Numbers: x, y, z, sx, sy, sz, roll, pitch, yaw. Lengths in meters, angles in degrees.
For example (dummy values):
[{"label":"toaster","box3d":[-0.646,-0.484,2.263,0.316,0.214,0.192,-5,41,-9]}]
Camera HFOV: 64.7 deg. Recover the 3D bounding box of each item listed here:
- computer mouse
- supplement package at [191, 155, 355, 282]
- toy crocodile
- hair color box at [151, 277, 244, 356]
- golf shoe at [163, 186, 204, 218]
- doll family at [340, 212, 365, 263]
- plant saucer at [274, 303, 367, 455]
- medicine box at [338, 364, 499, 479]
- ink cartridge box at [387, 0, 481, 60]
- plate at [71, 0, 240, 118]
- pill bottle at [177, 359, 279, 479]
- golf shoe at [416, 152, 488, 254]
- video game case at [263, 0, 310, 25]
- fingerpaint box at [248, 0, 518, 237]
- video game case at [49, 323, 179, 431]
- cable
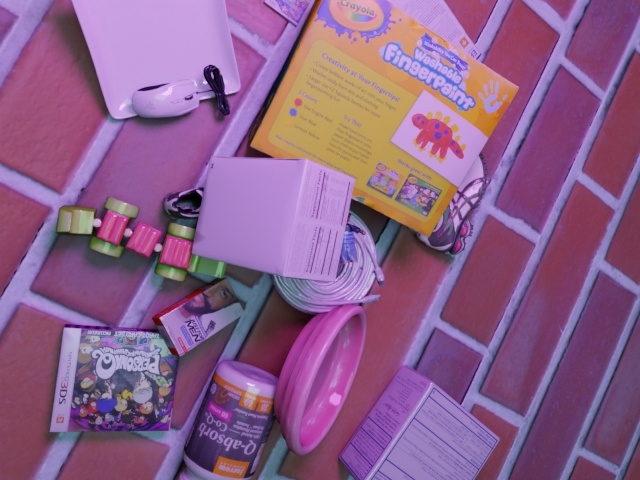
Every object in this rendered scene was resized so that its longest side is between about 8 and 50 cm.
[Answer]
[{"label":"computer mouse","box3d":[-0.281,-0.287,1.024,0.192,0.042,0.106,-20,128,-19]},{"label":"supplement package","box3d":[-0.096,-0.044,0.968,0.145,0.261,0.204,12,88,-50]},{"label":"toy crocodile","box3d":[-0.346,0.002,1.016,0.340,0.105,0.115,23,86,-21]},{"label":"hair color box","box3d":[-0.254,0.157,1.064,0.167,0.053,0.093,-33,105,-35]},{"label":"golf shoe","box3d":[-0.226,-0.078,1.063,0.198,0.094,0.077,-13,97,-21]},{"label":"doll family","box3d":[0.000,0.000,1.072,0.192,0.076,0.112,-7,91,-24]},{"label":"plant saucer","box3d":[-0.001,0.287,1.092,0.084,0.332,0.332,20,85,22]},{"label":"medicine box","box3d":[0.242,0.511,1.244,0.263,0.149,0.289,42,80,-18]},{"label":"ink cartridge box","box3d":[0.179,-0.459,1.202,0.324,0.071,0.330,-48,111,-11]},{"label":"plate","box3d":[-0.314,-0.403,0.990,0.277,0.045,0.277,-20,127,-19]},{"label":"pill bottle","box3d":[-0.192,0.411,1.070,0.162,0.162,0.279,23,85,-20]},{"label":"golf shoe","box3d":[0.334,-0.104,1.266,0.120,0.105,0.273,17,87,-13]},{"label":"video game case","box3d":[-0.062,-0.559,1.136,0.087,0.011,0.122,30,83,-20]},{"label":"fingerpaint box","box3d":[0.124,-0.275,1.085,0.444,0.163,0.371,25,103,-17]},{"label":"video game case","box3d":[-0.416,0.285,1.041,0.232,0.042,0.210,8,90,-21]},{"label":"cable","box3d":[0.006,0.042,1.160,0.257,0.089,0.257,-14,97,-18]}]
